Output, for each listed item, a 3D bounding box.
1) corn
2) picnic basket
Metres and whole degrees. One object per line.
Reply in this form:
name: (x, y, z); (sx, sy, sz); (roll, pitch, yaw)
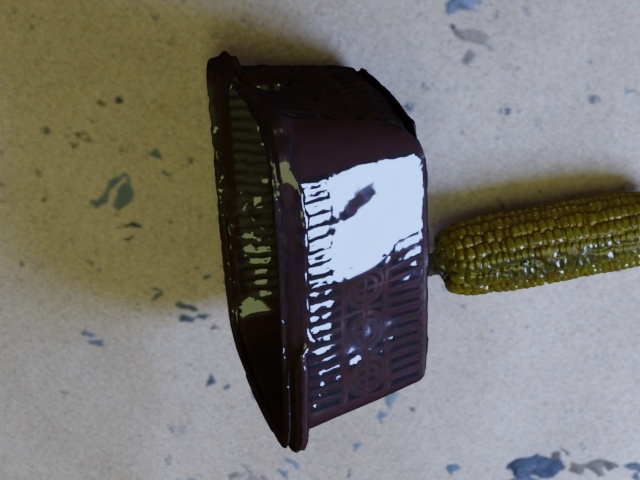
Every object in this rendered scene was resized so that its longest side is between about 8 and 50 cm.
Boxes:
corn: (0.187, 0.002, 1.244); (0.207, 0.068, 0.068); (-11, 118, 11)
picnic basket: (0.000, 0.000, 1.199); (0.129, 0.222, 0.297); (-11, 120, -15)
